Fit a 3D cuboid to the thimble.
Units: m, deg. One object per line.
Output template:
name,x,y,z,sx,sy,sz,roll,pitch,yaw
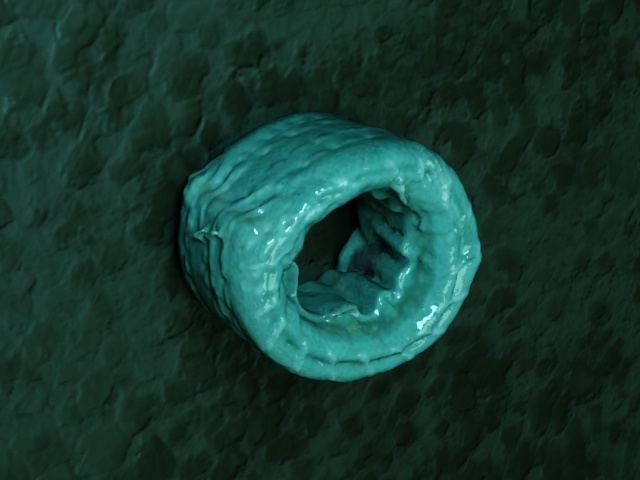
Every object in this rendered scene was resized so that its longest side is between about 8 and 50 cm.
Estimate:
thimble,0.000,0.000,1.315,0.235,0.143,0.198,7,104,-38
